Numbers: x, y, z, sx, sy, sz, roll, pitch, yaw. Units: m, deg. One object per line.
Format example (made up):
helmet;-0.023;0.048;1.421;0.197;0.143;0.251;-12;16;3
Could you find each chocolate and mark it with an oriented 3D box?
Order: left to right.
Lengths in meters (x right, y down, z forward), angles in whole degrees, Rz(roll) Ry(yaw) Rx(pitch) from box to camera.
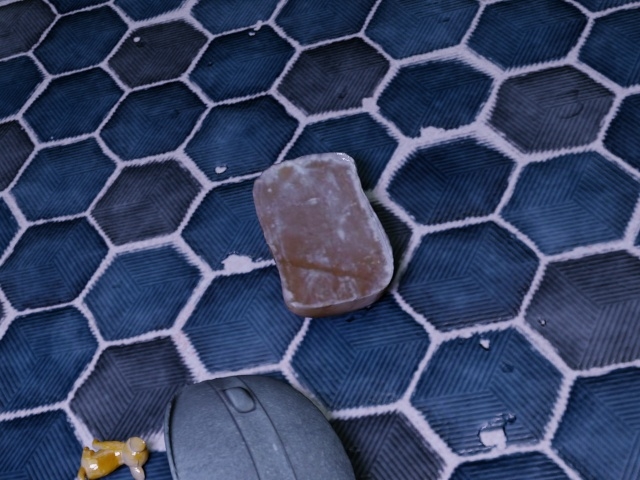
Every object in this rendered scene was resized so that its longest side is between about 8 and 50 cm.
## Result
chocolate;0.002;0.001;1.290;0.157;0.080;0.254;-13;53;-9

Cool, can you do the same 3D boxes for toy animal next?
toy animal;-0.255;0.277;1.195;0.083;0.060;0.081;-1;16;19

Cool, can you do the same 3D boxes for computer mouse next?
computer mouse;-0.058;0.280;1.058;0.203;0.114;0.374;-11;50;-21
